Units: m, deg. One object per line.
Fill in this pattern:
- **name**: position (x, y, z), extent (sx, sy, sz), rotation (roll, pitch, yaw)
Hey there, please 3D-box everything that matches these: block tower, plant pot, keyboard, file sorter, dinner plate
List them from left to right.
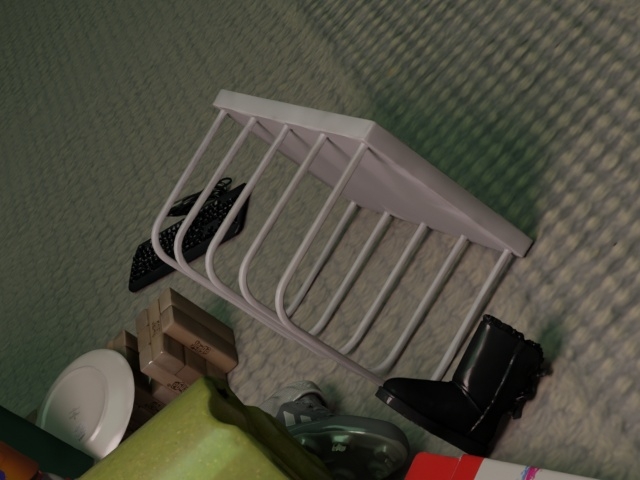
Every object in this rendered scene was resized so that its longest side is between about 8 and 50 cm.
- **dinner plate**: position (-0.235, 0.168, 1.350), extent (0.141, 0.017, 0.141), rotation (-22, 53, 33)
- **block tower**: position (-0.234, 0.197, 1.423), extent (0.335, 0.097, 0.091), rotation (-43, 31, 17)
- **plant pot**: position (-0.103, 0.249, 1.022), extent (0.254, 0.276, 0.276), rotation (-47, 30, 1)
- **keyboard**: position (-0.160, -0.016, 1.605), extent (0.192, 0.038, 0.100), rotation (-28, 37, 34)
- **file sorter**: position (0.000, 0.000, 1.220), extent (0.173, 0.193, 0.277), rotation (-59, 31, -6)

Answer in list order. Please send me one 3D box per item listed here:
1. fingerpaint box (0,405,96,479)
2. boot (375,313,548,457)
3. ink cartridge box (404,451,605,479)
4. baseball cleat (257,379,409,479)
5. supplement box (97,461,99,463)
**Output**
- **fingerpaint box**: position (-0.486, 0.288, 1.297), extent (0.445, 0.371, 0.163), rotation (-49, 17, 30)
- **boot**: position (0.107, 0.100, 1.038), extent (0.099, 0.121, 0.045), rotation (-59, 32, 1)
- **ink cartridge box**: position (0.133, 0.222, 0.907), extent (0.231, 0.078, 0.134), rotation (1, 58, 54)
- **baseball cleat**: position (-0.003, 0.156, 1.174), extent (0.205, 0.072, 0.109), rotation (-14, 36, 38)
- **supplement box**: position (-0.228, 0.322, 1.297), extent (0.080, 0.078, 0.233), rotation (3, 59, 55)
